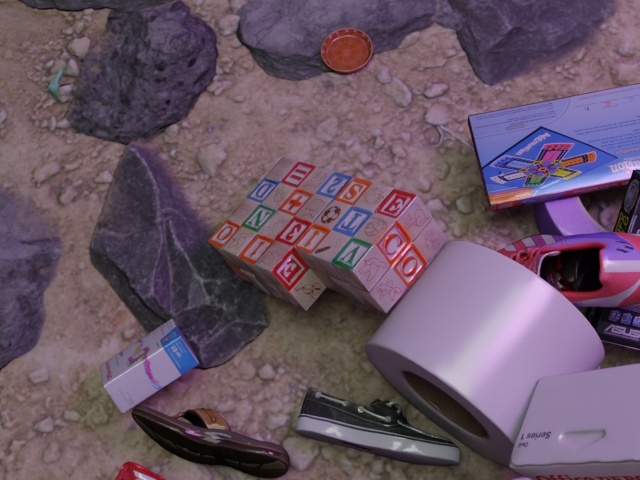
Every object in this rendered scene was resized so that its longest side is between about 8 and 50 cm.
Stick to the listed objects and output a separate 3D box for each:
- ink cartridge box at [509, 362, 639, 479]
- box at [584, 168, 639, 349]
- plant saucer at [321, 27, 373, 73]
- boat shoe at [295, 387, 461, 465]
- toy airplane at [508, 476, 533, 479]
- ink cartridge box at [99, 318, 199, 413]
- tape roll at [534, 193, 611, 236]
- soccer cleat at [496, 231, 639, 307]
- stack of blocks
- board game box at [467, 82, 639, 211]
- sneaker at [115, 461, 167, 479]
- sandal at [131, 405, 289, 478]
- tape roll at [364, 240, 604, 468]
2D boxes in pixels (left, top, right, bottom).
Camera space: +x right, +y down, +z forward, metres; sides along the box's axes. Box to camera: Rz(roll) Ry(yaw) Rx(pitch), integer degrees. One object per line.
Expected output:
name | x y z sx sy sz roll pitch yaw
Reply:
ink cartridge box | 0.370 0.249 0.956 0.278 0.201 0.117 37 60 -19
box | 0.495 0.047 1.153 0.270 0.060 0.216 13 105 0
plant saucer | 0.043 -0.303 1.474 0.083 0.013 0.083 -3 65 6
boat shoe | 0.078 0.240 1.195 0.219 0.078 0.070 11 69 13
toy airplane | 0.230 0.436 0.940 0.386 0.272 0.384 13 81 43
ink cartridge box | -0.235 0.170 1.253 0.122 0.088 0.052 -34 109 -8
tape roll | 0.441 -0.064 1.281 0.274 0.090 0.275 -2 66 5
soccer cleat | 0.282 0.039 1.146 0.116 0.318 0.109 5 83 -30
stack of blocks | 0.000 0.000 1.224 0.171 0.087 0.297 -50 36 -15
board game box | 0.355 -0.132 1.257 0.281 0.027 0.145 -10 63 3
sneaker | -0.285 0.363 1.194 0.221 0.087 0.128 -4 57 -8
sandal | -0.141 0.254 1.214 0.219 0.090 0.060 10 51 12
tape roll | 0.199 0.141 1.134 0.246 0.246 0.169 34 74 19
